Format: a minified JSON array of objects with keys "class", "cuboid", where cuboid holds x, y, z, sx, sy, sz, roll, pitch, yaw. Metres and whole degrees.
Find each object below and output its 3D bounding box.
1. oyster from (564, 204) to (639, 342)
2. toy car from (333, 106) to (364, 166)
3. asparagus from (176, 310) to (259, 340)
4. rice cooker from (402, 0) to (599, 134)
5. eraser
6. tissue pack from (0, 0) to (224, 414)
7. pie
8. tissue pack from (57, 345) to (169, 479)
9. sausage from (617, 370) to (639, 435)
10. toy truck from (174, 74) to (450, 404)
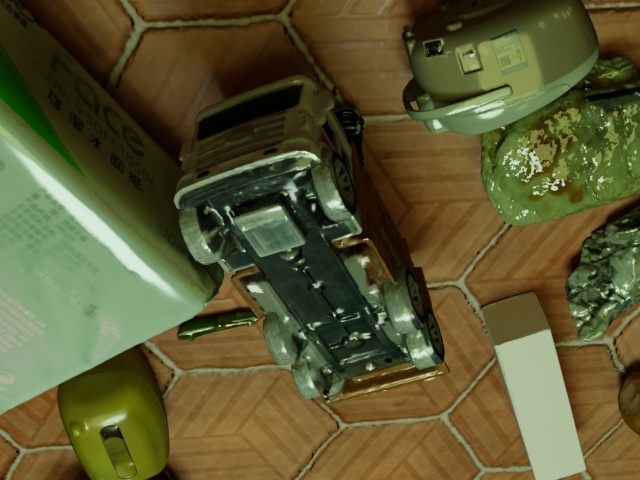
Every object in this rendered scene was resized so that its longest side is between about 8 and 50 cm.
[{"class":"oyster","cuboid":[0.420,0.001,1.259,0.252,0.087,0.199,-18,128,-10]},{"class":"toy car","cuboid":[0.029,-0.113,1.136,0.041,0.025,0.093,-4,133,-2]},{"class":"asparagus","cuboid":[-0.129,0.107,1.281,0.108,0.021,0.025,-12,131,0]},{"class":"rice cooker","cuboid":[0.178,-0.190,1.030,0.206,0.145,0.127,-17,115,8]},{"class":"eraser","cuboid":[0.296,0.208,1.381,0.076,0.078,0.298,-19,127,6]},{"class":"tissue pack","cuboid":[-0.347,-0.046,1.011,0.331,0.205,0.405,-28,126,19]},{"class":"pie","cuboid":[0.300,-0.107,1.141,0.247,0.090,0.201,-18,124,1]},{"class":"tissue pack","cuboid":[-0.262,0.231,1.290,0.123,0.127,0.178,-13,128,-2]},{"class":"sausage","cuboid":[0.542,0.264,1.442,0.274,0.105,0.105,24,120,-24]},{"class":"toy truck","cuboid":[0.000,0.000,1.088,0.173,0.207,0.388,-17,135,16]}]
